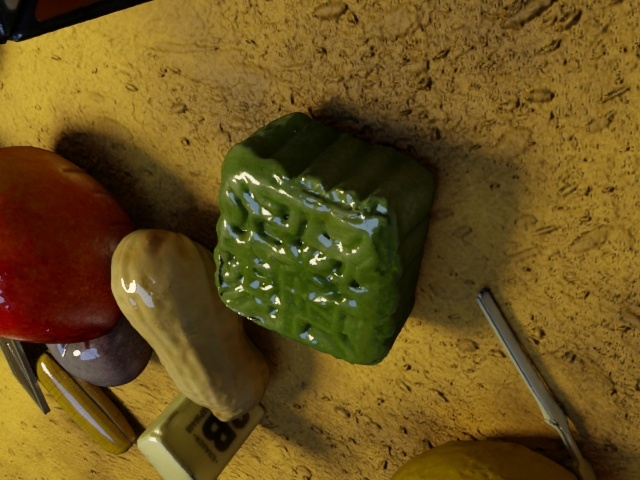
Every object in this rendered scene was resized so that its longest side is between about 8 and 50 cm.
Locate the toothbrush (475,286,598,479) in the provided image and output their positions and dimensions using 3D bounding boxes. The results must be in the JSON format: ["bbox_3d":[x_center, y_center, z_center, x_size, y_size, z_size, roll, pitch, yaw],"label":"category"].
[{"bbox_3d":[0.247,0.174,0.803,0.028,0.026,0.294,-8,117,52],"label":"toothbrush"}]

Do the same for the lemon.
[{"bbox_3d":[0.191,0.357,0.812,0.284,0.260,0.261,16,132,54],"label":"lemon"}]

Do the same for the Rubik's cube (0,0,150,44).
[{"bbox_3d":[-0.319,-0.327,0.667,0.246,0.250,0.248,7,121,29],"label":"Rubik's cube"}]

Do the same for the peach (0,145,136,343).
[{"bbox_3d":[-0.376,0.023,0.928,0.274,0.245,0.249,35,123,12],"label":"peach"}]

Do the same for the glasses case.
[{"bbox_3d":[-0.423,0.290,1.278,0.234,0.064,0.079,48,140,-4],"label":"glasses case"}]

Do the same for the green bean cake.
[{"bbox_3d":[0.000,0.000,0.771,0.222,0.125,0.248,22,130,18],"label":"green bean cake"}]

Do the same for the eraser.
[{"bbox_3d":[-0.167,0.270,1.028,0.058,0.172,0.117,-29,102,40],"label":"eraser"}]

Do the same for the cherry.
[{"bbox_3d":[-0.324,0.145,1.069,0.176,0.140,0.176,27,156,14],"label":"cherry"}]

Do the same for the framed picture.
[{"bbox_3d":[-0.555,0.206,1.294,0.150,0.015,0.203,30,138,40],"label":"framed picture"}]

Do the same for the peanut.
[{"bbox_3d":[-0.155,0.108,0.934,0.147,0.147,0.319,-2,131,33],"label":"peanut"}]
